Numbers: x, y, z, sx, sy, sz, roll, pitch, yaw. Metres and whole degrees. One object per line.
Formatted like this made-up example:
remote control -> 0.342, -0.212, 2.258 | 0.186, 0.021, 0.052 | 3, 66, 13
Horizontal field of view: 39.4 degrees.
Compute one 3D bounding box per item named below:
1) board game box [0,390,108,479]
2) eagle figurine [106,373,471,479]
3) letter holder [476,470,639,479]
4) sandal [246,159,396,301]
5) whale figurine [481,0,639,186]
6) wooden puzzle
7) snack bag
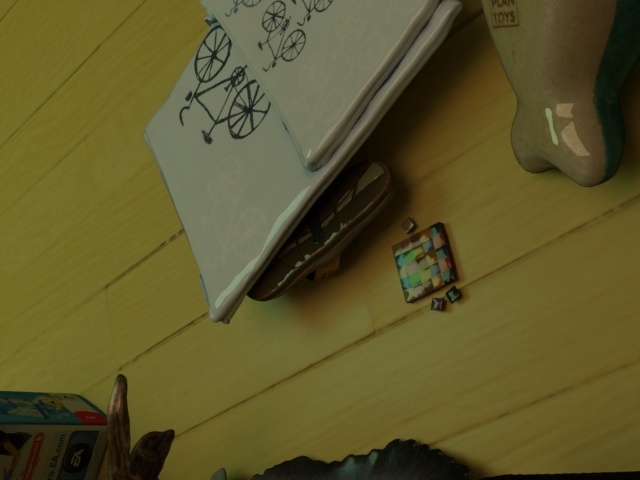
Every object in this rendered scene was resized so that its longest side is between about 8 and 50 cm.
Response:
board game box -> -0.394, 0.301, 0.881 | 0.086, 0.302, 0.308 | 23, 96, 44
eagle figurine -> -0.037, 0.257, 0.664 | 0.298, 0.225, 0.226 | 11, 133, 16
letter holder -> 0.092, 0.183, 0.397 | 0.214, 0.302, 0.152 | -2, 77, 10
sandal -> 0.000, 0.000, 0.749 | 0.180, 0.049, 0.072 | -36, 46, 28
whale figurine -> 0.180, -0.175, 0.574 | 0.216, 0.141, 0.272 | -147, 52, -72
wooden puzzle -> 0.081, 0.018, 0.696 | 0.049, 0.006, 0.083 | -29, 62, 36
snack bag -> -0.053, -0.147, 0.807 | 0.342, 0.037, 0.323 | -52, 41, 22
